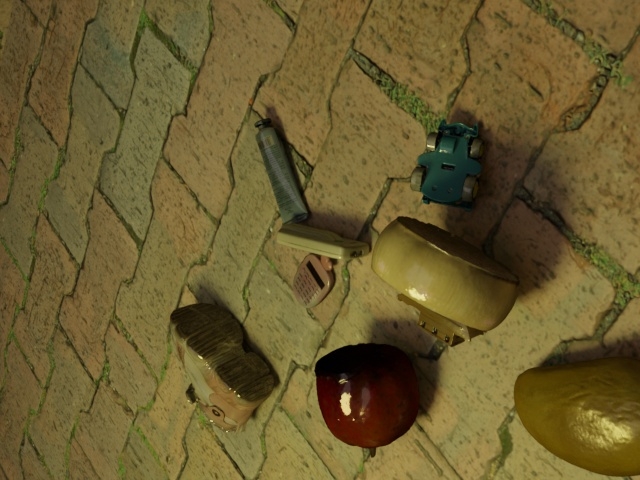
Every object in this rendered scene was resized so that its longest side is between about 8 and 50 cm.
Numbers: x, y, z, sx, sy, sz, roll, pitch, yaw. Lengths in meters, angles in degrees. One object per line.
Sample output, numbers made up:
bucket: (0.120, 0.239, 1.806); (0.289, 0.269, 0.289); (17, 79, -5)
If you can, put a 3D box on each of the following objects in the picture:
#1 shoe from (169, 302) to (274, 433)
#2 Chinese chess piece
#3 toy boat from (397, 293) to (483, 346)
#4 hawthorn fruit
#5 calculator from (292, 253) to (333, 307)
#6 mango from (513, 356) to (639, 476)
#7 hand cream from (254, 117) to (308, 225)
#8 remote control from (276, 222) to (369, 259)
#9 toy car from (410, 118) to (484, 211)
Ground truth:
shoe: (-0.278, 0.325, 2.284); (0.351, 0.172, 0.198); (50, 132, 31)
Chinese chess piece: (0.224, 0.056, 1.630); (0.270, 0.270, 0.112); (34, 102, 38)
toy boat: (0.233, 0.149, 1.794); (0.200, 0.057, 0.077); (33, 126, 39)
hawthorn fruit: (0.100, 0.332, 1.862); (0.215, 0.215, 0.249); (4, 98, 46)
calculator: (-0.014, 0.088, 2.069); (0.103, 0.024, 0.166); (58, 135, 23)
mango: (0.467, 0.297, 1.519); (0.332, 0.142, 0.195); (-21, 78, 54)
hand cream: (-0.098, -0.156, 2.093); (0.088, 0.055, 0.256); (-22, 83, 39)
remote control: (0.000, 0.001, 1.989); (0.230, 0.090, 0.049); (14, 103, 46)
toy car: (0.248, -0.139, 1.717); (0.126, 0.098, 0.161); (11, 76, 19)
